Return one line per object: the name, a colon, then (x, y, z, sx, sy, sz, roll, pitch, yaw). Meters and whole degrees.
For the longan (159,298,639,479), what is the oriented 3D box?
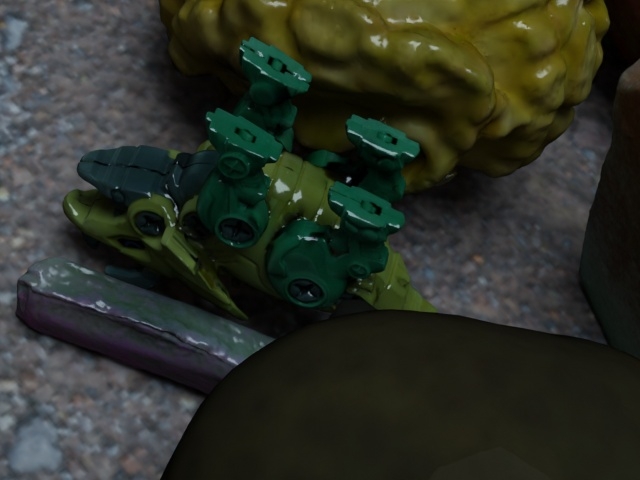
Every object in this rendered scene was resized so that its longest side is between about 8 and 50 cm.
longan: (0.065, 0.149, 0.821, 0.300, 0.243, 0.300, 24, 29, -14)

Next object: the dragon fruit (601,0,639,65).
dragon fruit: (0.278, -0.178, 1.081, 0.268, 0.295, 0.130, -11, 41, -10)

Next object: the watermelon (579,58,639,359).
watermelon: (0.282, -0.029, 1.012, 0.264, 0.302, 0.151, -22, 39, -12)

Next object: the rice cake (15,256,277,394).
rice cake: (-0.061, 0.059, 0.940, 0.207, 0.047, 0.036, 23, 42, -9)

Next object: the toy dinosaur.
toy dinosaur: (0.000, 0.000, 0.928, 0.259, 0.153, 0.094, 24, 48, -7)

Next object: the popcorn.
popcorn: (0.041, -0.130, 0.989, 0.250, 0.190, 0.250, 12, 21, -4)
